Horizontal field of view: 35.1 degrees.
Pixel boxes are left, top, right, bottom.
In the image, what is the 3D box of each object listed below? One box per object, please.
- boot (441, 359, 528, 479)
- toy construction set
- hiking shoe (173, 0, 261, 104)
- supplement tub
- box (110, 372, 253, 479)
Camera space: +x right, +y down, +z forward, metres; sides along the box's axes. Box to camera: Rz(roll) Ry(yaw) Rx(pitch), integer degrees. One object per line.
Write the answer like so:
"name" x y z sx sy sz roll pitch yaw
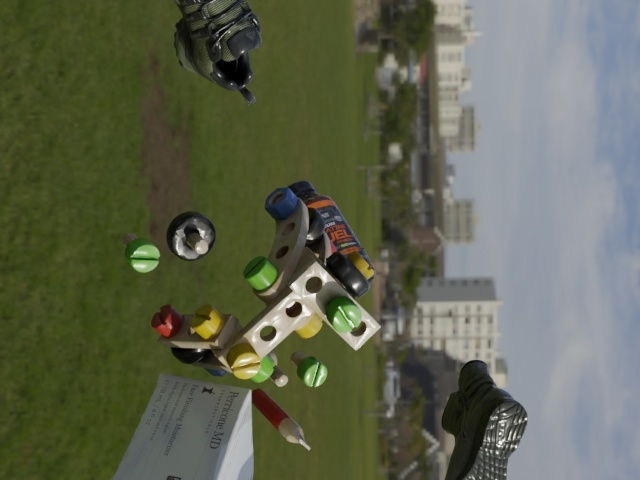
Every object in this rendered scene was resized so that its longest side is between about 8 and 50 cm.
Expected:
"boot" 0.223 0.315 1.530 0.246 0.083 0.161 -67 -162 9
"toy construction set" -0.044 0.114 1.188 0.237 0.257 0.309 35 -36 54
"hiking shoe" -0.103 -0.245 1.045 0.086 0.114 0.227 -42 152 -21
"supplement tub" 0.000 0.000 1.642 0.198 0.106 0.106 58 -7 21
"box" -0.157 0.287 1.195 0.181 0.119 0.182 -72 168 -50
